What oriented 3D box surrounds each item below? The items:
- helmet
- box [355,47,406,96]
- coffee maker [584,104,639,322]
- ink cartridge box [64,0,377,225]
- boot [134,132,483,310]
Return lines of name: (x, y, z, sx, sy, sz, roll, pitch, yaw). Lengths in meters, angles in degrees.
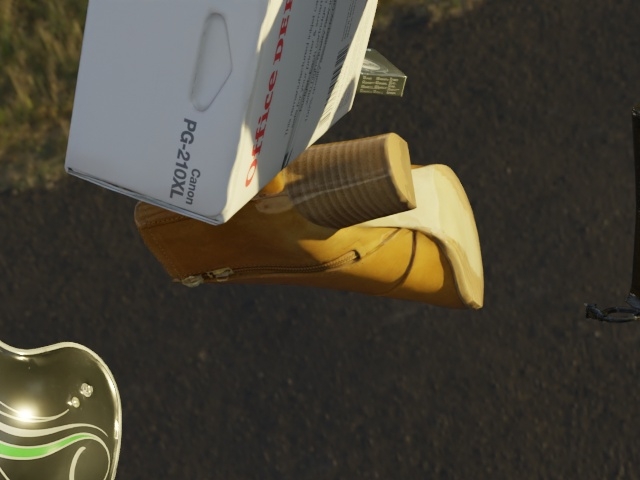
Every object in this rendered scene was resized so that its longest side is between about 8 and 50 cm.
helmet: (-0.219, 0.119, 0.800, 0.169, 0.161, 0.169, -17, 65, 43)
box: (0.019, -0.141, 1.101, 0.083, 0.018, 0.067, 1, 27, -24)
coffee maker: (0.318, -0.028, 1.152, 0.171, 0.178, 0.120, -18, 20, -37)
ink cartridge box: (-0.041, -0.134, 0.765, 0.100, 0.172, 0.237, 18, 25, 11)
boot: (0.000, 0.001, 1.051, 0.211, 0.295, 0.104, -13, 67, 20)
